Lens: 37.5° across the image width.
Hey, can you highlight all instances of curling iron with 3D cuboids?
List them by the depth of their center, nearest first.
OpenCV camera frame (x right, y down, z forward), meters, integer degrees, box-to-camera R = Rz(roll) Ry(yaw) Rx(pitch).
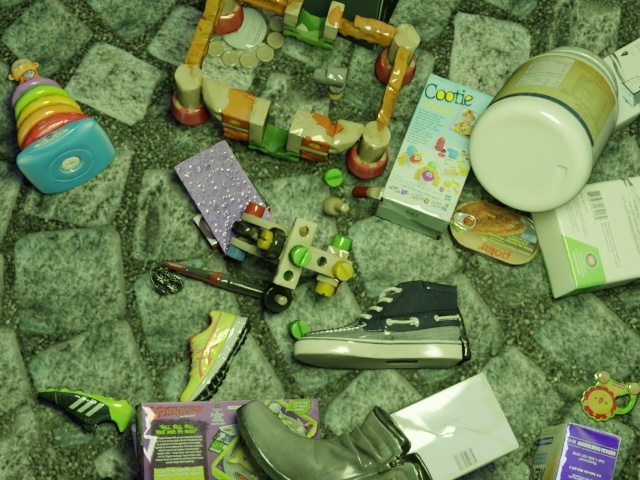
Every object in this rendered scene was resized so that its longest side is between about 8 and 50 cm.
[{"bbox_3d":[-0.201,0.091,1.860,0.274,0.035,0.068,9,95,-4],"label":"curling iron"}]

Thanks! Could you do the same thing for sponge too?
[{"bbox_3d":[-0.186,-0.084,1.858,0.117,0.031,0.210,-30,80,-9],"label":"sponge"}]

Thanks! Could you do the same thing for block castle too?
[{"bbox_3d":[-0.049,-0.317,1.872,0.453,0.213,0.303,17,75,-1],"label":"block castle"}]

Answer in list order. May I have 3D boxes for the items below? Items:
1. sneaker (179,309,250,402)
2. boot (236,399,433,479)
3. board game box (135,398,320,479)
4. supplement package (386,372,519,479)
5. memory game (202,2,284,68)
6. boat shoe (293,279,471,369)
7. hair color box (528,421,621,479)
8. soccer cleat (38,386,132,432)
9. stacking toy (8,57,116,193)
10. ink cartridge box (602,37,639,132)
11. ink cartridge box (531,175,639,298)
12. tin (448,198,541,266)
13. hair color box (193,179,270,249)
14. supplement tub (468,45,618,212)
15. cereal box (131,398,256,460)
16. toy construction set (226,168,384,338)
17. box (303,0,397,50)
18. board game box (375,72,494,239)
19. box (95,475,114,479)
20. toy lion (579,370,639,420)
[{"bbox_3d":[-0.220,0.225,1.807,0.094,0.081,0.208,26,70,12],"label":"sneaker"},{"bbox_3d":[0.029,0.355,1.622,0.223,0.118,0.338,-46,77,12],"label":"boot"},{"bbox_3d":[-0.158,0.393,1.699,0.347,0.056,0.208,4,75,-27],"label":"board game box"},{"bbox_3d":[0.224,0.353,1.721,0.194,0.203,0.149,-23,78,-7],"label":"supplement package"},{"bbox_3d":[-0.164,-0.451,2.007,0.186,0.012,0.186,1,75,-2],"label":"memory game"},{"bbox_3d":[0.116,0.160,1.818,0.341,0.127,0.158,3,69,-10],"label":"boat shoe"},{"bbox_3d":[0.430,0.508,1.699,0.110,0.185,0.338,15,75,2],"label":"hair color box"},{"bbox_3d":[-0.447,0.319,1.779,0.179,0.060,0.072,11,77,-2],"label":"soccer cleat"},{"bbox_3d":[-0.553,-0.261,1.891,0.175,0.166,0.302,-29,64,-5],"label":"stacking toy"},{"bbox_3d":[0.627,-0.315,1.968,0.191,0.082,0.139,-30,79,-10],"label":"ink cartridge box"},{"bbox_3d":[0.579,-0.012,1.857,0.273,0.115,0.198,-9,77,-12],"label":"ink cartridge box"},{"bbox_3d":[0.350,-0.014,1.905,0.190,0.040,0.106,22,72,3],"label":"tin"},{"bbox_3d":[-0.177,-0.051,1.889,0.141,0.043,0.072,-35,80,-9],"label":"hair color box"},{"bbox_3d":[0.434,-0.221,1.791,0.228,0.228,0.316,35,43,6],"label":"supplement tub"},{"bbox_3d":[-0.222,0.406,1.769,0.240,0.047,0.173,-12,78,-6],"label":"cereal box"},{"bbox_3d":[0.000,0.000,1.741,0.309,0.237,0.257,-46,106,-10],"label":"toy construction set"},{"bbox_3d":[0.106,-0.647,1.923,0.212,0.293,0.395,24,76,4],"label":"box"},{"bbox_3d":[0.228,-0.164,1.882,0.144,0.142,0.275,22,76,4],"label":"board game box"},{"bbox_3d":[-0.363,0.643,1.617,0.343,0.179,0.312,38,87,7],"label":"box"},{"bbox_3d":[0.559,0.309,1.836,0.100,0.034,0.096,20,83,2],"label":"toy lion"}]
